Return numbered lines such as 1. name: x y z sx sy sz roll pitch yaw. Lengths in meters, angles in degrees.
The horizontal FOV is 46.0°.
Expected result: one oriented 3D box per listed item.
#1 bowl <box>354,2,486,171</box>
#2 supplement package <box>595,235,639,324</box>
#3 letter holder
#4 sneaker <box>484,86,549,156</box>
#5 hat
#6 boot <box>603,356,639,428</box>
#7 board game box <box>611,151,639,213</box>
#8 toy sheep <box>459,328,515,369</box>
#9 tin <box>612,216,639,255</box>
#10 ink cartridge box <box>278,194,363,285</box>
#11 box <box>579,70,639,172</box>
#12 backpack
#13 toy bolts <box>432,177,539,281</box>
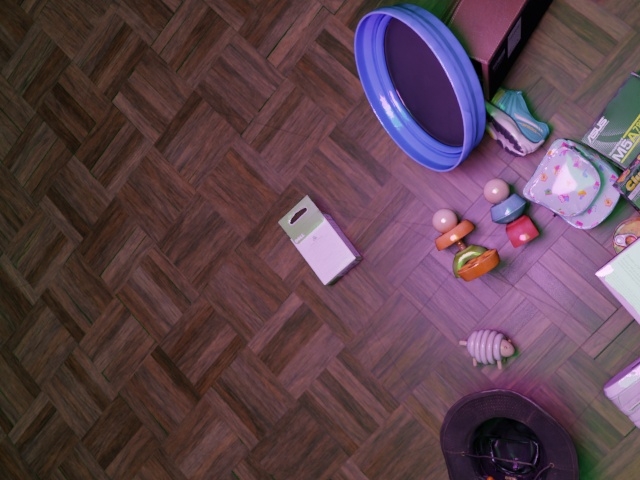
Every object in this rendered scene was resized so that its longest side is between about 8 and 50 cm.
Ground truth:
1. bowl: 0.221 -0.342 1.686 0.077 0.391 0.391 -32 75 -16
2. supplement package: 0.728 0.038 1.516 0.293 0.177 0.175 -43 75 16
3. letter holder: 0.355 -0.505 1.685 0.214 0.152 0.302 28 78 23
4. sneaker: 0.414 -0.310 1.749 0.110 0.107 0.275 -34 71 -11
5. hat: 0.432 0.462 1.689 0.331 0.134 0.332 9 111 26
6. boot: 0.740 0.288 1.598 0.123 0.095 0.258 49 114 10
7. board game box: 0.737 -0.174 1.573 0.136 0.030 0.260 38 95 -26
8. toy sheep: 0.383 0.247 1.742 0.132 0.091 0.091 1 89 28
9. tin: 0.731 0.006 1.629 0.189 0.040 0.106 5 87 22
10. ink cartridge box: 0.000 0.000 1.916 0.109 0.062 0.209 -42 74 16
11. box: 0.699 -0.240 1.643 0.184 0.045 0.191 39 102 16
12. backpack: 0.558 -0.118 1.644 0.188 0.144 0.166 33 109 11
13. toy bolts: 0.361 -0.031 1.694 0.228 0.218 0.159 -32 91 11
